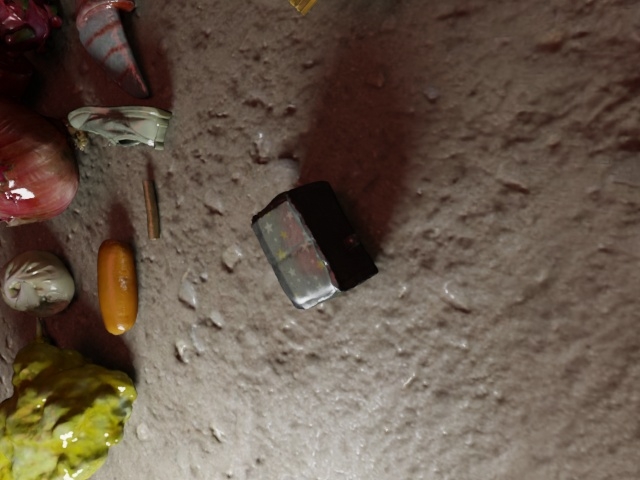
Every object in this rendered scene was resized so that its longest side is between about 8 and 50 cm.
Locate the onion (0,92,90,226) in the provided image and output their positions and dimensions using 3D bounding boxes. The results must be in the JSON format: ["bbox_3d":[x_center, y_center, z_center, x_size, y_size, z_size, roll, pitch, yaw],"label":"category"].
[{"bbox_3d":[-0.758,-0.193,0.990,0.353,0.353,0.355,1,94,22],"label":"onion"}]

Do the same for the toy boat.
[{"bbox_3d":[-0.498,-0.470,1.016,0.205,0.096,0.283,-17,99,29],"label":"toy boat"}]

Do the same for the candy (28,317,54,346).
[{"bbox_3d":[-0.810,0.240,1.195,0.058,0.062,0.194,139,118,-64],"label":"candy"}]

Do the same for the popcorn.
[{"bbox_3d":[-0.643,0.442,1.002,0.293,0.292,0.335,-6,56,54],"label":"popcorn"}]

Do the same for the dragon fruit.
[{"bbox_3d":[-0.780,-0.555,1.020,0.218,0.273,0.198,-29,106,27],"label":"dragon fruit"}]

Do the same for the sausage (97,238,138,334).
[{"bbox_3d":[-0.503,0.115,1.036,0.097,0.098,0.239,-2,90,22],"label":"sausage"}]

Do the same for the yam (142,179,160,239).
[{"bbox_3d":[-0.413,-0.074,1.019,0.032,0.032,0.146,-6,92,22],"label":"yam"}]

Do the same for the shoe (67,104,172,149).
[{"bbox_3d":[-0.482,-0.271,0.998,0.274,0.103,0.099,6,97,21],"label":"shoe"}]

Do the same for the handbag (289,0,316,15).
[{"bbox_3d":[-0.043,-0.508,0.845,0.061,0.027,0.083,-42,79,18],"label":"handbag"}]

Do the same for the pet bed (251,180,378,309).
[{"bbox_3d":[0.000,0.000,0.773,0.159,0.183,0.211,-29,82,23],"label":"pet bed"}]

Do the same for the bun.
[{"bbox_3d":[-0.774,0.125,1.127,0.193,0.128,0.179,33,103,15],"label":"bun"}]

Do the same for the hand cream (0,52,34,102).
[{"bbox_3d":[-0.900,-0.443,1.094,0.230,0.230,0.149,41,108,15],"label":"hand cream"}]
